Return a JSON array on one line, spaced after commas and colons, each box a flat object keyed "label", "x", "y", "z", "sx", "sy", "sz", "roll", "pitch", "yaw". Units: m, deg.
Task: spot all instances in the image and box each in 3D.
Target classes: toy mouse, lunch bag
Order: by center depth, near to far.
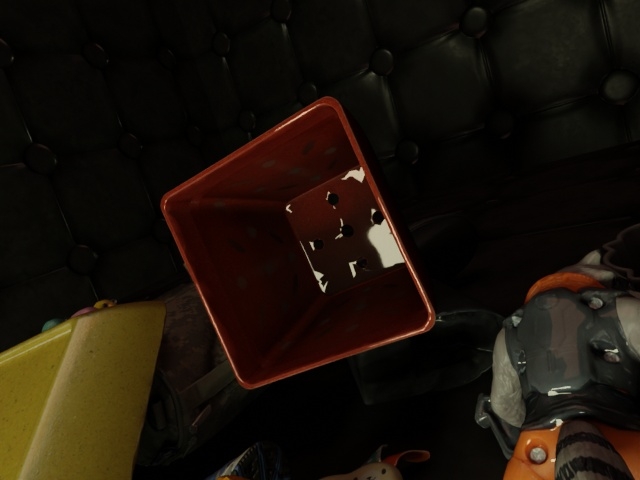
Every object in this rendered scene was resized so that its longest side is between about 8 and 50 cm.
[{"label": "toy mouse", "x": -0.360, "y": 0.120, "z": 0.669, "sx": 0.161, "sy": 0.031, "sz": 0.143, "roll": -16, "pitch": 6, "yaw": 46}, {"label": "lunch bag", "x": -0.190, "y": 0.183, "z": 0.696, "sx": 0.256, "sy": 0.212, "sz": 0.305, "roll": -18, "pitch": 7, "yaw": 36}]

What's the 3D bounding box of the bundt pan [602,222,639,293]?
[{"label": "bundt pan", "x": 0.496, "y": 0.044, "z": 0.481, "sx": 0.331, "sy": 0.124, "sz": 0.331, "roll": -18, "pitch": 8, "yaw": 3}]

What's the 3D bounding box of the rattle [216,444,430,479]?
[{"label": "rattle", "x": 0.011, "y": 0.209, "z": 0.420, "sx": 0.199, "sy": 0.143, "sz": 0.130, "roll": -31, "pitch": -4, "yaw": -33}]

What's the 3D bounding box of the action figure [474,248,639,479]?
[{"label": "action figure", "x": 0.241, "y": 0.115, "z": 0.325, "sx": 0.341, "sy": 0.178, "sz": 0.330, "roll": -29, "pitch": 21, "yaw": 31}]

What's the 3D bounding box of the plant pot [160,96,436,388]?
[{"label": "plant pot", "x": 0.000, "y": 0.000, "z": 0.629, "sx": 0.267, "sy": 0.267, "sz": 0.236, "roll": -25, "pitch": -1, "yaw": 23}]

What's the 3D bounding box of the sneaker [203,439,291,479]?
[{"label": "sneaker", "x": -0.110, "y": 0.285, "z": 0.433, "sx": 0.081, "sy": 0.080, "sz": 0.211, "roll": -39, "pitch": -5, "yaw": 36}]

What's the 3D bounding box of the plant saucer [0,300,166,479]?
[{"label": "plant saucer", "x": -0.337, "y": 0.228, "z": 0.479, "sx": 0.333, "sy": 0.081, "sz": 0.333, "roll": -25, "pitch": 40, "yaw": 17}]

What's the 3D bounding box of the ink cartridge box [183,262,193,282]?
[{"label": "ink cartridge box", "x": -0.160, "y": 0.110, "z": 1.003, "sx": 0.088, "sy": 0.235, "sz": 0.193, "roll": -22, "pitch": 4, "yaw": 34}]

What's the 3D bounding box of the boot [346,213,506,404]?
[{"label": "boot", "x": 0.187, "y": 0.078, "z": 0.786, "sx": 0.367, "sy": 0.146, "sz": 0.445, "roll": -28, "pitch": 6, "yaw": -2}]
